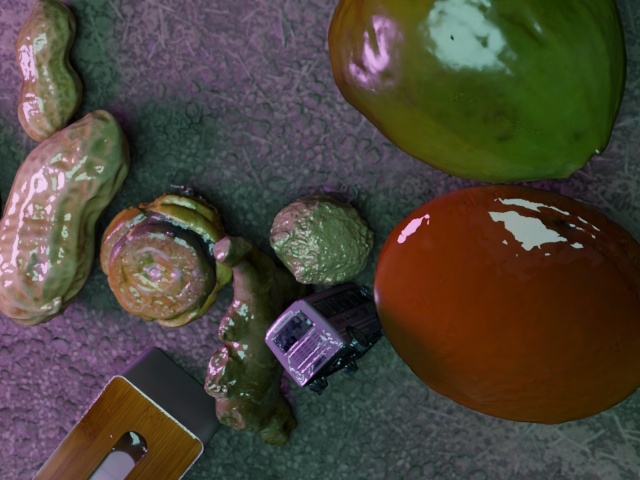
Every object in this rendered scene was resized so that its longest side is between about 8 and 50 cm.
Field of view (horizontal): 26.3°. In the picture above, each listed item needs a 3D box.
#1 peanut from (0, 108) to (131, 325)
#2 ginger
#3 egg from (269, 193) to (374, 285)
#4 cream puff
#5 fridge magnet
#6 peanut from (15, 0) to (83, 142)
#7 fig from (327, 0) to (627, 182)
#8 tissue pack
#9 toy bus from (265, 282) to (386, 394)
[{"bbox_3d":[-0.351,-0.030,1.838,0.140,0.153,0.325,15,115,-34],"label":"peanut"},{"bbox_3d":[-0.082,0.135,1.830,0.080,0.166,0.333,19,117,42],"label":"ginger"},{"bbox_3d":[0.000,0.000,1.779,0.140,0.118,0.116,13,126,-13],"label":"egg"},{"bbox_3d":[-0.201,0.016,1.825,0.189,0.129,0.189,3,116,7],"label":"cream puff"},{"bbox_3d":[0.244,0.076,1.682,0.364,0.155,0.363,11,131,13],"label":"fridge magnet"},{"bbox_3d":[-0.362,-0.227,1.827,0.089,0.089,0.192,4,105,12],"label":"peanut"},{"bbox_3d":[0.191,-0.216,1.569,0.343,0.343,0.343,3,105,13],"label":"fig"},{"bbox_3d":[-0.267,0.295,1.909,0.159,0.136,0.246,39,110,1],"label":"tissue pack"},{"bbox_3d":[0.013,0.119,1.767,0.108,0.199,0.096,47,110,11],"label":"toy bus"}]
